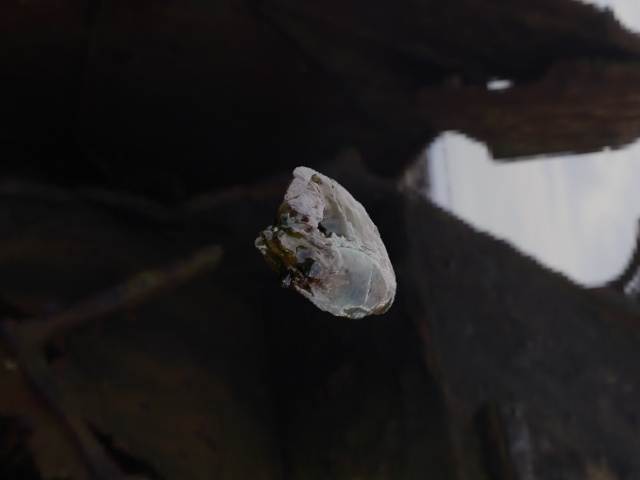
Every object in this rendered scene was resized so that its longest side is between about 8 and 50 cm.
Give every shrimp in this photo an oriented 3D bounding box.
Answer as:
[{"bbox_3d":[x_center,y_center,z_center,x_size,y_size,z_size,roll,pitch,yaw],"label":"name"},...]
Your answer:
[{"bbox_3d":[-0.002,0.000,1.069,0.115,0.051,0.217,59,18,12],"label":"shrimp"}]
